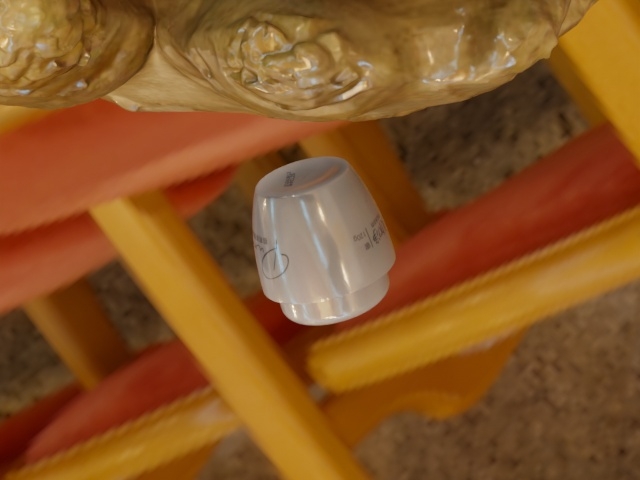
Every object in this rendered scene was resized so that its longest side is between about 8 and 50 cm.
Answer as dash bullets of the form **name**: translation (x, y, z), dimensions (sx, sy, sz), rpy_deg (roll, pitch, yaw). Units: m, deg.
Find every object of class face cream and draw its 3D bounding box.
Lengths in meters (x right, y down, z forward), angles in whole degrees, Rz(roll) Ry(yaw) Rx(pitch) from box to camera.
- **face cream**: translation (0.000, 0.000, 1.305), dimensions (0.091, 0.091, 0.095), rpy_deg (4, 119, 40)

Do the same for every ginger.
- **ginger**: translation (-0.081, -0.084, 0.727), dimensions (0.375, 0.236, 0.166), rpy_deg (-17, 121, 31)
